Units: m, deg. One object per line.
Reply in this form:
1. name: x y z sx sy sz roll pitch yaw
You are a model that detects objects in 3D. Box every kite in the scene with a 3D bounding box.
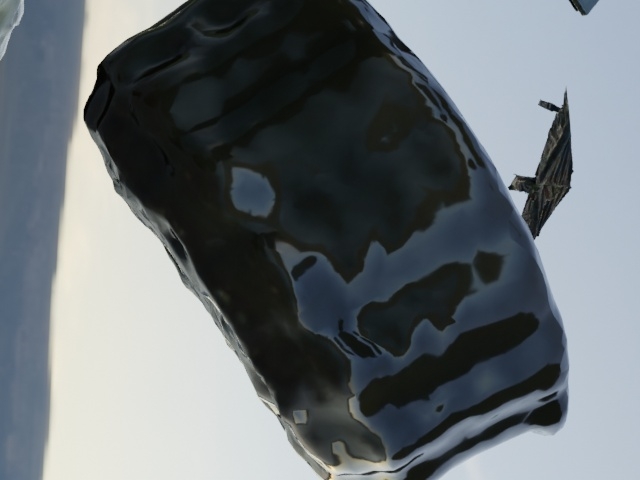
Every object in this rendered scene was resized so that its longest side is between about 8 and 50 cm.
1. kite: 0.188 -0.047 1.122 0.160 0.010 0.183 -160 -91 -80

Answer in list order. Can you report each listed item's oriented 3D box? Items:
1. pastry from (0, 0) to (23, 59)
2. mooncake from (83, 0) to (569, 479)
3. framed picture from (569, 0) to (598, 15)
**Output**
1. pastry: -0.350 -0.195 0.995 0.133 0.265 0.265 -109 -153 -57
2. mooncake: 0.000 0.000 0.537 0.228 0.124 0.228 60 -5 9
3. framed picture: 0.173 -0.248 0.921 0.011 0.142 0.183 -27 -166 41
